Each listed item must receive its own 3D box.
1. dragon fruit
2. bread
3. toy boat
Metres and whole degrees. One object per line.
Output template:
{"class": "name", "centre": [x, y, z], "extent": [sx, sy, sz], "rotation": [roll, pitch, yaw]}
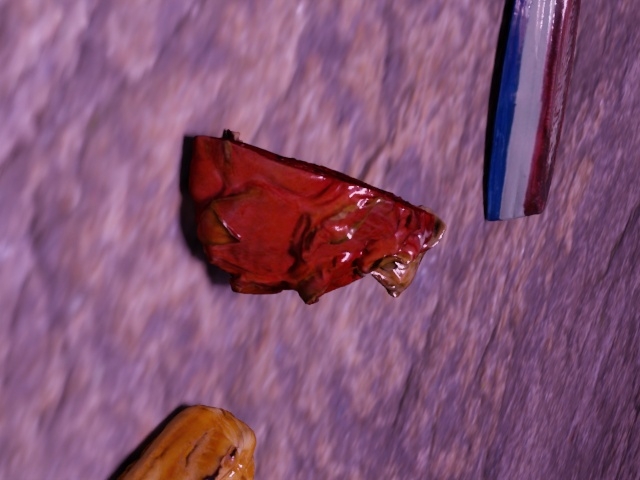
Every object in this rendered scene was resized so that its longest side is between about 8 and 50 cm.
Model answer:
{"class": "dragon fruit", "centre": [0.000, 0.000, 0.738], "extent": [0.162, 0.106, 0.083], "rotation": [20, 90, -68]}
{"class": "bread", "centre": [-0.074, 0.140, 0.758], "extent": [0.110, 0.044, 0.083], "rotation": [-45, 146, -48]}
{"class": "toy boat", "centre": [0.158, -0.114, 1.054], "extent": [0.080, 0.045, 0.229], "rotation": [-36, 136, -56]}
